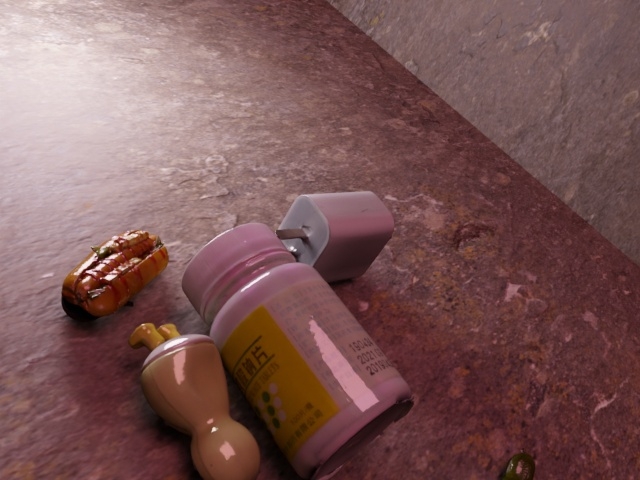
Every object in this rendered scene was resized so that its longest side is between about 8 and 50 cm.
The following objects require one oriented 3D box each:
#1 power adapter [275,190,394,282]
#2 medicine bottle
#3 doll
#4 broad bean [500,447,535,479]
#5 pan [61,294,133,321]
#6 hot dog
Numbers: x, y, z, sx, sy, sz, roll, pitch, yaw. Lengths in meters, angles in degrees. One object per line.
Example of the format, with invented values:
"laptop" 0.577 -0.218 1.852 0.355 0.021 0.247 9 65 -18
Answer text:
"power adapter" 0.000 0.000 1.283 0.255 0.187 0.124 -7 50 -44
"medicine bottle" -0.045 0.166 1.024 0.213 0.213 0.379 -13 54 -46
"doll" -0.175 0.246 0.924 0.296 0.117 0.141 63 13 21
"broad bean" 0.321 0.449 1.111 0.256 0.053 0.052 -39 113 -54
"pan" -0.352 0.105 1.020 0.115 0.023 0.068 8 38 -40
"hot dog" -0.323 0.038 1.058 0.104 0.076 0.250 32 27 3
